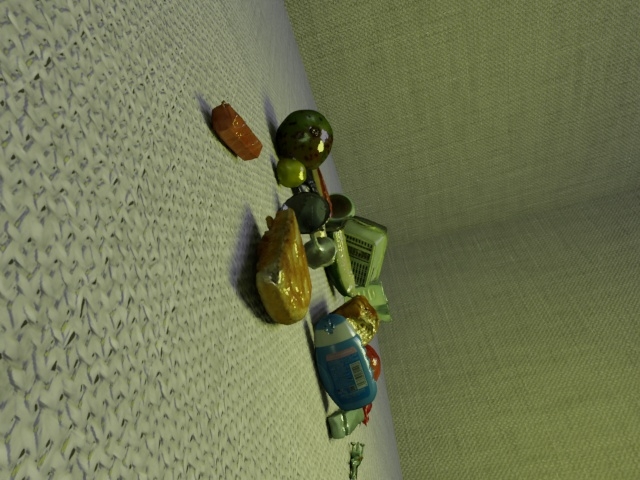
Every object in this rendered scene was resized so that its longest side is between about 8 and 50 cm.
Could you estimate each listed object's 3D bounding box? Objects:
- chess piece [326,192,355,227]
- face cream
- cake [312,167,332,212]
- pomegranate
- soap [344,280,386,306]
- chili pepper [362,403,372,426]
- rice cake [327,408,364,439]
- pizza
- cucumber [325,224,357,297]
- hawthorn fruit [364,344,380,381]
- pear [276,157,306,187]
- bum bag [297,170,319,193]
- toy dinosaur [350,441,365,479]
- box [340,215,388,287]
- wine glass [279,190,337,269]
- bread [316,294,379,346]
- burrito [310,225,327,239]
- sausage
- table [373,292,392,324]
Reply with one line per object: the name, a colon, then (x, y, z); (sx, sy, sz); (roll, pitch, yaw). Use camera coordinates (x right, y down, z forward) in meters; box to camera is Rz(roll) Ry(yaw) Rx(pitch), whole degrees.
chess piece: (0.074, -0.072, 2.048); (0.298, 0.175, 0.176); (87, -4, -54)
face cream: (0.059, 0.333, 1.211); (0.083, 0.149, 0.264); (-34, 105, -84)
cake: (-0.011, -0.179, 1.783); (0.117, 0.086, 0.220); (-97, 170, -51)
pomegranate: (-0.061, -0.331, 1.455); (0.248, 0.202, 0.202); (168, -92, -71)
soap: (0.219, 0.278, 2.158); (0.063, 0.198, 0.115); (-24, 99, -79)
chili pepper: (0.186, 0.697, 1.797); (0.050, 0.059, 0.268); (38, 9, 7)
rice cake: (0.082, 0.538, 1.312); (0.336, 0.063, 0.066); (52, 22, -70)
pizza: (-0.076, 0.101, 0.929); (0.268, 0.087, 0.258); (-88, 166, -58)
cucumber: (0.066, 0.100, 1.797); (0.105, 0.145, 0.325); (-26, 110, -35)
hawthorn fruit: (0.152, 0.462, 1.576); (0.285, 0.165, 0.165); (54, 24, -66)
pear: (-0.092, -0.207, 1.317); (0.097, 0.092, 0.092); (57, 13, -11)
bum bag: (-0.060, -0.233, 1.600); (0.137, 0.074, 0.310); (49, 18, -43)
toy dinosaur: (0.115, 0.696, 1.373); (0.187, 0.044, 0.106); (88, 6, -67)
box: (0.170, 0.044, 1.895); (0.166, 0.220, 0.290); (-47, 153, -47)
wine glass: (-0.024, -0.020, 1.300); (0.232, 0.156, 0.156); (71, 9, -56)
bread: (0.099, 0.281, 1.425); (0.149, 0.195, 0.344); (57, 6, 8)
burrito: (0.000, 0.000, 1.656); (0.087, 0.060, 0.226); (-80, 155, -71)
sausage: (-0.173, -0.222, 0.888); (0.169, 0.065, 0.065); (46, 31, -72)
table: (0.263, 0.377, 2.281); (0.166, 0.198, 0.167); (-14, 90, -82)
